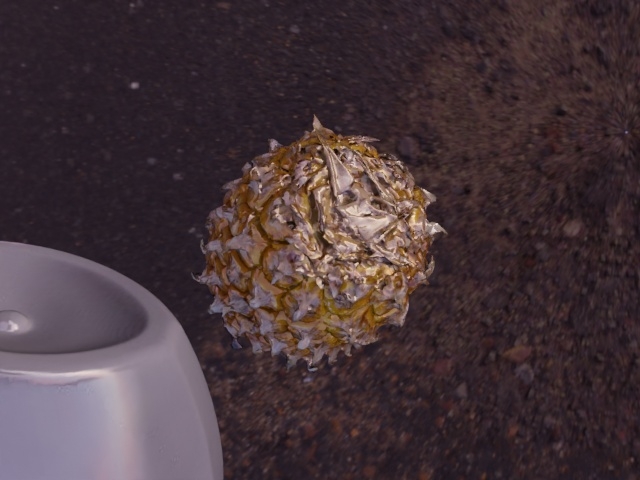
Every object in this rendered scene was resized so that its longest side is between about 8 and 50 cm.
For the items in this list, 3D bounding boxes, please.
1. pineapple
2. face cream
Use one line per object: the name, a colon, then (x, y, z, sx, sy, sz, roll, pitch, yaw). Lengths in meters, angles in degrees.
pineapple: (0.001, 0.003, 1.398, 0.352, 0.352, 0.300, 56, 147, 5)
face cream: (-0.229, 0.192, 0.665, 0.312, 0.219, 0.357, 12, 114, -4)
